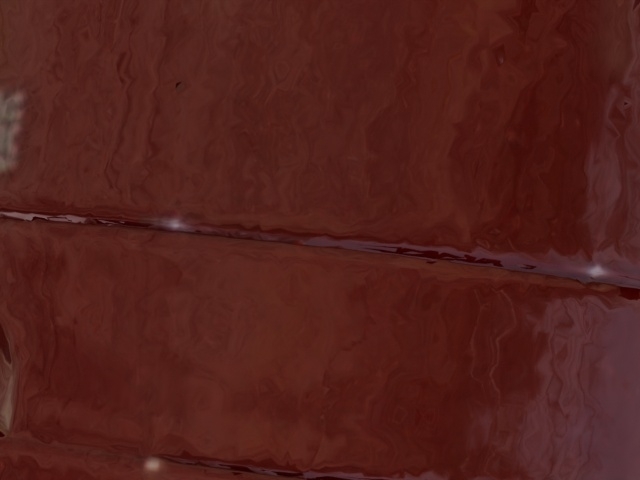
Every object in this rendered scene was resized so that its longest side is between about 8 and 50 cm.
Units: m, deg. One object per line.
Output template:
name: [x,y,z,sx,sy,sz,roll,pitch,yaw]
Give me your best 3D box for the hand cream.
hand cream: [0.000,0.000,0.436,0.230,0.149,0.230,9,177,1]
